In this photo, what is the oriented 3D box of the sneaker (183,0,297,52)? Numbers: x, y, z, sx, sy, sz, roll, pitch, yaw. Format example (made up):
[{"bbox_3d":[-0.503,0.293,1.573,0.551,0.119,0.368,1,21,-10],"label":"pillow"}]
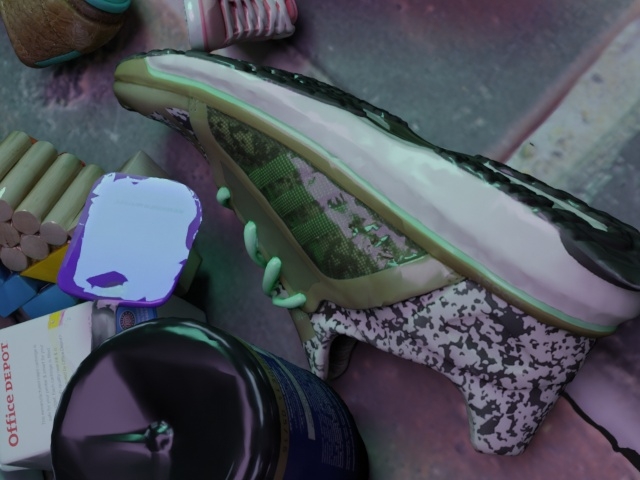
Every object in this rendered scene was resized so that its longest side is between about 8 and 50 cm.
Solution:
[{"bbox_3d":[-0.055,-0.165,0.757,0.070,0.134,0.051,-5,104,7],"label":"sneaker"}]

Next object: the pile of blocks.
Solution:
[{"bbox_3d":[-0.260,-0.029,0.792,0.362,0.149,0.113,17,35,1],"label":"pile of blocks"}]

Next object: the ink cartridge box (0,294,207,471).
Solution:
[{"bbox_3d":[-0.153,0.100,0.725,0.143,0.090,0.092,-17,69,14],"label":"ink cartridge box"}]

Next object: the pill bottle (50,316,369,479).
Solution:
[{"bbox_3d":[-0.046,0.123,0.609,0.122,0.219,0.123,-6,72,18],"label":"pill bottle"}]

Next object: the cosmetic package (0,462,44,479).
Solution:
[{"bbox_3d":[-0.427,0.251,0.701,0.453,0.230,0.162,-25,67,10],"label":"cosmetic package"}]

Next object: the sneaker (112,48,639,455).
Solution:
[{"bbox_3d":[0.000,0.000,0.685,0.410,0.158,0.182,29,103,29],"label":"sneaker"}]

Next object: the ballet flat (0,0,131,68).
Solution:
[{"bbox_3d":[-0.254,-0.286,0.882,0.124,0.116,0.342,-32,69,29],"label":"ballet flat"}]

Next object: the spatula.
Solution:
[{"bbox_3d":[-0.140,0.096,0.654,0.084,0.030,0.297,8,76,15],"label":"spatula"}]
